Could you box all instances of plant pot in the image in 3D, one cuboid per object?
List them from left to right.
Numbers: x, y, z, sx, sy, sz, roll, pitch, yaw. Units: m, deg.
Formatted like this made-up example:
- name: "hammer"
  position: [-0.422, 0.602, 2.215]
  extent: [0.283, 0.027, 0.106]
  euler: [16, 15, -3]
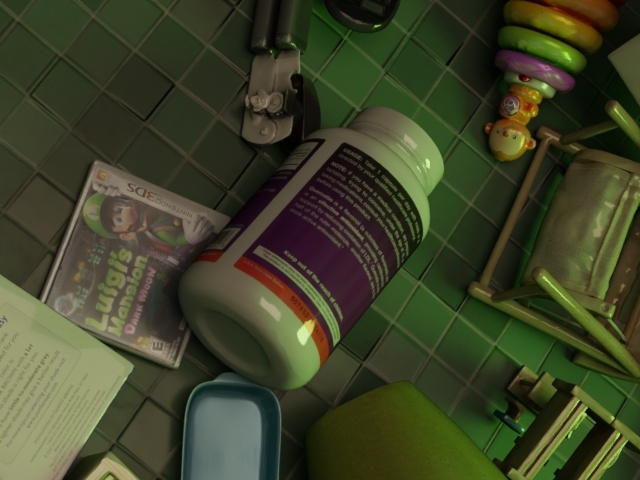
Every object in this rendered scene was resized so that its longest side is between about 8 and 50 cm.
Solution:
- name: "plant pot"
  position: [0.104, 0.314, 1.657]
  extent: [0.275, 0.275, 0.293]
  euler: [-21, 72, -23]

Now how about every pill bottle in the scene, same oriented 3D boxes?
- name: "pill bottle"
  position: [0.000, 0.000, 1.690]
  extent: [0.181, 0.181, 0.323]
  euler: [45, 63, -8]

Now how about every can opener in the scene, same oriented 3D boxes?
- name: "can opener"
  position: [-0.041, -0.238, 1.798]
  extent: [0.093, 0.074, 0.280]
  euler: [20, 71, -53]

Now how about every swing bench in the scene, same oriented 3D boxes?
- name: "swing bench"
  position: [0.360, 0.012, 1.850]
  extent: [0.254, 0.165, 0.253]
  euler: [33, 69, -18]

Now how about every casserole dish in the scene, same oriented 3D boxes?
- name: "casserole dish"
  position: [-0.104, 0.243, 1.688]
  extent: [0.114, 0.037, 0.188]
  euler: [7, 78, -20]

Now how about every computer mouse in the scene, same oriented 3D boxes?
- name: "computer mouse"
  position: [0.096, -0.342, 1.870]
  extent: [0.184, 0.060, 0.262]
  euler: [17, 62, -13]

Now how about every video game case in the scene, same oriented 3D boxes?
- name: "video game case"
  position: [-0.209, 0.027, 1.697]
  extent: [0.173, 0.022, 0.190]
  euler: [23, 72, -15]

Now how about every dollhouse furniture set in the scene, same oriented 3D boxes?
- name: "dollhouse furniture set"
  position: [0.275, 0.244, 1.767]
  extent: [0.129, 0.183, 0.129]
  euler: [40, 85, -10]

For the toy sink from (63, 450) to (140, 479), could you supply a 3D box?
- name: "toy sink"
  position: [-0.255, 0.355, 1.556]
  extent: [0.153, 0.131, 0.234]
  euler: [47, 68, -7]

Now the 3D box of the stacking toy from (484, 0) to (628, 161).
- name: "stacking toy"
  position: [0.277, -0.241, 1.881]
  extent: [0.175, 0.166, 0.302]
  euler: [23, 91, 17]

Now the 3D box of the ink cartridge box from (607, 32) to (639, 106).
- name: "ink cartridge box"
  position: [0.489, -0.191, 1.812]
  extent: [0.207, 0.119, 0.353]
  euler: [-29, 87, -40]

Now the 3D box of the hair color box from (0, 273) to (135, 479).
- name: "hair color box"
  position: [-0.388, 0.116, 1.564]
  extent: [0.339, 0.110, 0.185]
  euler: [36, 70, -13]
